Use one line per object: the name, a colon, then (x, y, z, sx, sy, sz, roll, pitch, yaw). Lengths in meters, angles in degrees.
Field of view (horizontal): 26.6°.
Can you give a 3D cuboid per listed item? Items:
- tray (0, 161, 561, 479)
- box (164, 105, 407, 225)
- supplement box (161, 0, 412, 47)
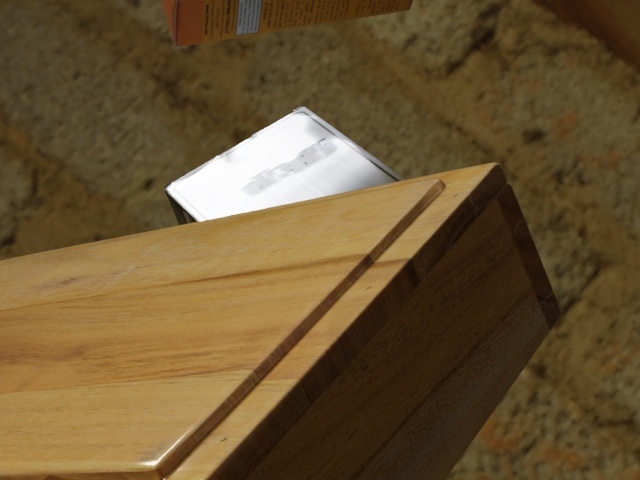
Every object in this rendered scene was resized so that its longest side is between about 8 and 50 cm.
tray: (-0.131, 0.073, 0.547, 0.411, 0.203, 0.076, -11, -68, 39)
box: (0.000, 0.000, 1.227, 0.290, 0.169, 0.087, 39, -24, 48)
supplement box: (-0.029, -0.243, 1.246, 0.080, 0.233, 0.078, 99, -24, -59)
